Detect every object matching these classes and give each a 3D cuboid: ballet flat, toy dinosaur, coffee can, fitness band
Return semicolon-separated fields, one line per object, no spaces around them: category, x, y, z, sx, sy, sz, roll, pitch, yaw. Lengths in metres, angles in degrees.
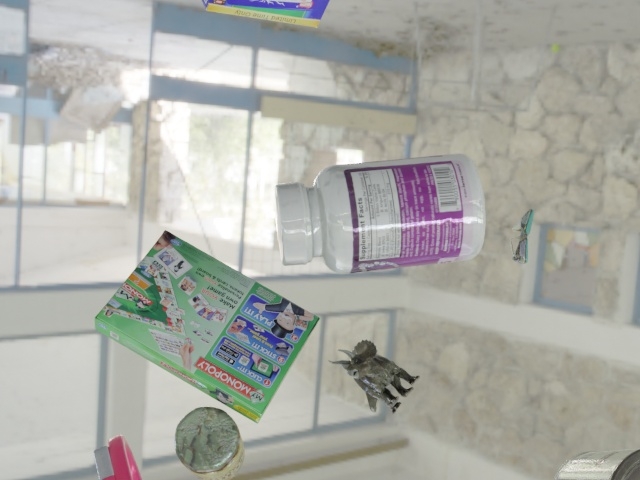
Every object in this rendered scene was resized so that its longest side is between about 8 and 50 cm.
ballet flat;0.406;-0.010;1.694;0.041;0.114;0.041;9;172;1
toy dinosaur;0.129;0.309;1.907;0.160;0.121;0.313;41;170;17
coffee can;0.569;0.486;1.539;0.201;0.202;0.275;4;164;-5
fitness band;-0.327;0.473;1.465;0.054;0.209;0.291;-21;-140;-10

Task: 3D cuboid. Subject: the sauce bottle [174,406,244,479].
sauce bottle;-0.188;0.374;1.490;0.111;0.111;0.344;4;160;1

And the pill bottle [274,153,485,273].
pill bottle;0.085;-0.037;1.276;0.301;0.169;0.169;-6;-173;-6

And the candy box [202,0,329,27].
candy box;-0.079;-0.601;1.678;0.268;0.122;0.317;-1;143;-30

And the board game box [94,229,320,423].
board game box;-0.189;0.140;1.421;0.317;0.213;0.046;30;145;5
